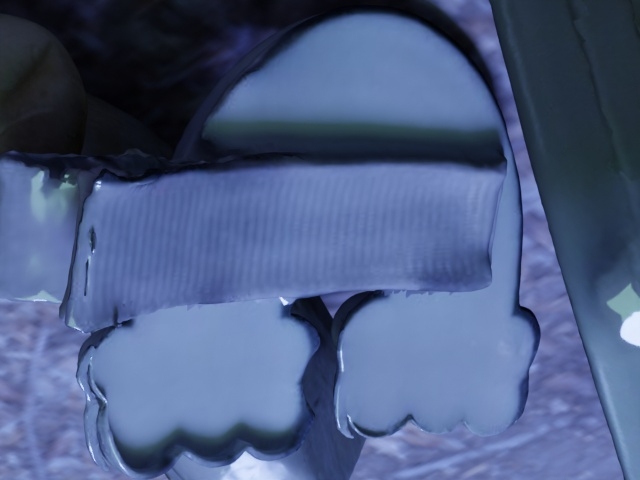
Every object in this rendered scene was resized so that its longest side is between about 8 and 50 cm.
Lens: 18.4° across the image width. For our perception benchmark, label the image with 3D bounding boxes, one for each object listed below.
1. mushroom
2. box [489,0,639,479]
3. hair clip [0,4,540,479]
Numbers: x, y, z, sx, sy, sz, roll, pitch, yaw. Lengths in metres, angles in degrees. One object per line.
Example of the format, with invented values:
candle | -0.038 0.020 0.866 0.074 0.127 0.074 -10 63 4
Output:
mushroom | -0.059 0.011 0.626 0.081 0.092 0.223 1 142 35
box | 0.247 -0.006 0.601 0.343 0.177 0.352 -18 140 6
hair clip | 0.000 0.000 0.585 0.054 0.140 0.220 13 -169 43
